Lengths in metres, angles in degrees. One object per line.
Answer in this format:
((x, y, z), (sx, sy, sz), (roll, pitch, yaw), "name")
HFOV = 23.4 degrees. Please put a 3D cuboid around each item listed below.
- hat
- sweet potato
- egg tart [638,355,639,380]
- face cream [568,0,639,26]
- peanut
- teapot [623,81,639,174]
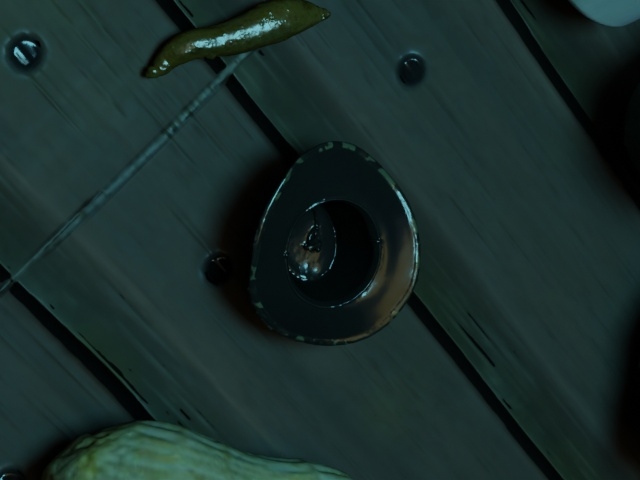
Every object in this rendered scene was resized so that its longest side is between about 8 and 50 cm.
((0.000, 0.000, 0.882), (0.121, 0.050, 0.121), (-9, 109, -27), "hat")
((-0.044, -0.115, 0.852), (0.115, 0.026, 0.026), (-19, 108, -21), "sweet potato")
((0.286, 0.087, 1.033), (0.197, 0.078, 0.197), (-7, 105, -27), "egg tart")
((0.259, -0.211, 0.827), (0.092, 0.311, 0.092), (16, 64, -36), "face cream")
((-0.055, 0.153, 0.864), (0.206, 0.087, 0.087), (18, 91, -28), "peanut")
((0.295, -0.130, 0.951), (0.183, 0.183, 0.251), (21, 79, -29), "teapot")
